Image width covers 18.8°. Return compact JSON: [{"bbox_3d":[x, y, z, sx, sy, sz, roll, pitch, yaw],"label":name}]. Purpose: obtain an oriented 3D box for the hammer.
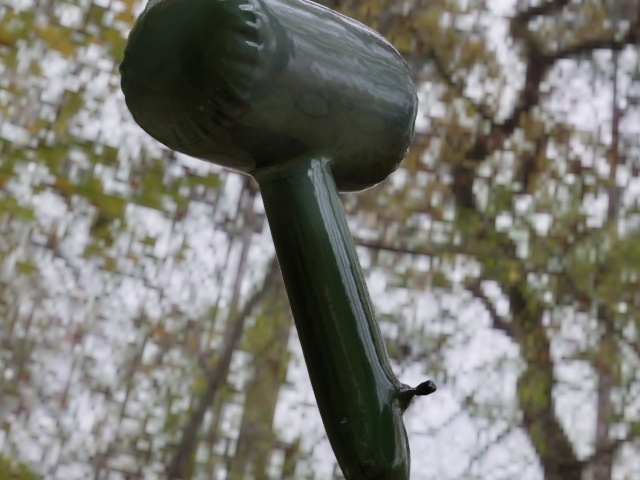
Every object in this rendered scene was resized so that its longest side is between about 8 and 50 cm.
[{"bbox_3d":[0.000,0.000,1.179,0.119,0.335,0.206,-31,-25,32],"label":"hammer"}]
